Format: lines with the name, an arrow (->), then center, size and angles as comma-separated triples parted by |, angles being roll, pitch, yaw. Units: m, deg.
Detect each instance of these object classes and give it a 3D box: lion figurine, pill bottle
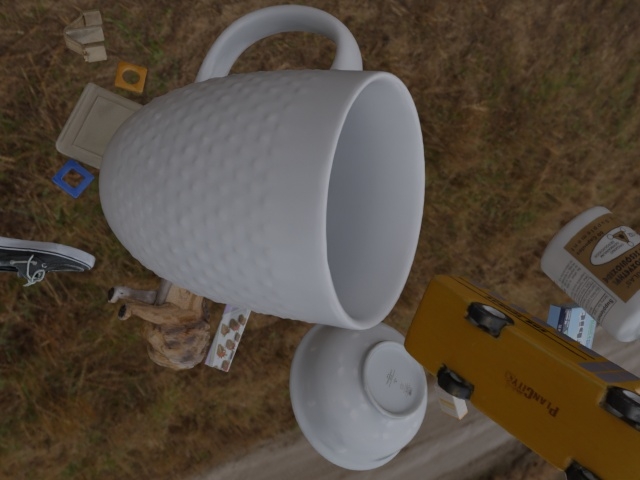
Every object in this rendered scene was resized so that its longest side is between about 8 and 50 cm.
lion figurine -> -0.275, 0.071, 1.413 | 0.240, 0.142, 0.392 | 23, 94, -40
pill bottle -> 0.439, 0.069, 0.997 | 0.131, 0.229, 0.131 | -28, 148, -20

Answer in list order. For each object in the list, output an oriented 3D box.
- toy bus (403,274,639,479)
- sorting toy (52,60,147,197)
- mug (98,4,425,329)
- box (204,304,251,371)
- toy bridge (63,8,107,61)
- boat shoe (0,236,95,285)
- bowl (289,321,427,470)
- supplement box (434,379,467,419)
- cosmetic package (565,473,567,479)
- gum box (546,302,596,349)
toy bus -> 0.244, 0.158, 0.792 | 0.130, 0.332, 0.108 | 9, 108, -46
sorting toy -> -0.453, -0.231, 1.541 | 0.047, 0.196, 0.348 | -35, -147, 63
mug -> -0.069, -0.104, 0.828 | 0.276, 0.328, 0.374 | 31, 69, -61
box -> -0.199, 0.162, 1.713 | 0.067, 0.063, 0.324 | -85, -164, -76
toy bridge -> -0.393, -0.340, 1.164 | 0.063, 0.188, 0.026 | -12, 128, -11
boat shoe -> -0.731, 0.058, 1.762 | 0.306, 0.105, 0.113 | 11, 159, -19
bowl -> 0.099, 0.269, 1.308 | 0.298, 0.298, 0.134 | -17, 171, -38
supplement box -> 0.335, 0.405, 1.799 | 0.036, 0.062, 0.098 | -37, 123, -29
cosmetic package -> 0.485, 0.380, 1.070 | 0.151, 0.184, 0.151 | 2, 168, -29
gum box -> 0.551, 0.218, 1.552 | 0.184, 0.041, 0.157 | 1, 100, -48
